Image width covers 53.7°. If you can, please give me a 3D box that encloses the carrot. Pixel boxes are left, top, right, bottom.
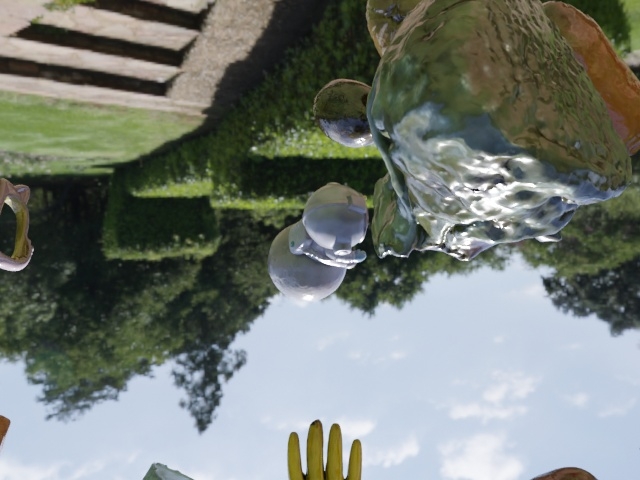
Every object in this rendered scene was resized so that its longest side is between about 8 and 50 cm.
[{"bbox_3d":[0.355,-0.226,0.876,0.159,0.225,0.159,-30,-153,17],"label":"carrot"}]

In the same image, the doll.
[{"bbox_3d":[0.000,0.000,1.057,0.151,0.150,0.287,-4,155,-20],"label":"doll"}]

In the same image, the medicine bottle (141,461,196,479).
[{"bbox_3d":[-0.178,0.420,0.684,0.245,0.289,0.245,28,164,9],"label":"medicine bottle"}]

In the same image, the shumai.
[{"bbox_3d":[0.126,-0.090,0.656,0.289,0.291,0.330,-31,-177,36],"label":"shumai"}]

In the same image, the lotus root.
[{"bbox_3d":[0.058,-0.234,1.165,0.120,0.120,0.209,-6,-156,-35],"label":"lotus root"}]

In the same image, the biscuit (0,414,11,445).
[{"bbox_3d":[-0.623,0.455,1.129,0.043,0.283,0.306,19,158,-19],"label":"biscuit"}]

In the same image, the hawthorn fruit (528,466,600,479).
[{"bbox_3d":[0.452,0.518,1.194,0.181,0.181,0.235,-3,167,-13],"label":"hawthorn fruit"}]

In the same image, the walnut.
[{"bbox_3d":[0.190,-0.356,1.008,0.228,0.227,0.228,-3,-176,0],"label":"walnut"}]

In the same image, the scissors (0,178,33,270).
[{"bbox_3d":[-0.427,0.028,0.777,0.024,0.317,0.160,-19,141,16],"label":"scissors"}]

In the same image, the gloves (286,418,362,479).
[{"bbox_3d":[0.012,0.450,1.057,0.133,0.294,0.116,-6,159,7],"label":"gloves"}]
